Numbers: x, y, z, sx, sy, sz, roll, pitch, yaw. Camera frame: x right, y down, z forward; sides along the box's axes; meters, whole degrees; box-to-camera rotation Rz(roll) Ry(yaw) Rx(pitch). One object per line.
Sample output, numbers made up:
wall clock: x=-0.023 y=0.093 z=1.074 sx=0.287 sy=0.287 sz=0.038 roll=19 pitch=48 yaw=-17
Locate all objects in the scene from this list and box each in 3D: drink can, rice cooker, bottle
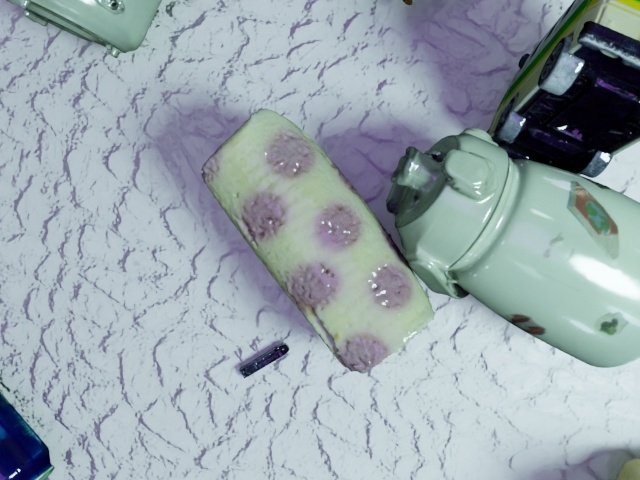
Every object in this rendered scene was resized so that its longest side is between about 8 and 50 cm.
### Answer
drink can: x=-0.493 y=0.291 z=0.810 sx=0.118 sy=0.118 sz=0.205 roll=-42 pitch=88 yaw=4
rice cooker: x=-0.302 y=-0.387 z=0.724 sx=0.226 sy=0.226 sz=0.244 roll=29 pitch=94 yaw=2
bottle: x=0.238 y=-0.002 z=0.698 sx=0.352 sy=0.229 sz=0.229 roll=25 pitch=93 yaw=-5

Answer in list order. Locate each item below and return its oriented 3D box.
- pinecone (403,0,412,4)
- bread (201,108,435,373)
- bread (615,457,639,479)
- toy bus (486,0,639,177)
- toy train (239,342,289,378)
pinecone: x=0.137 y=-0.419 z=0.706 sx=0.201 sy=0.202 sz=0.228 roll=22 pitch=72 yaw=12
bread: x=0.000 y=0.000 z=0.737 sx=0.155 sy=0.187 sz=0.338 roll=-39 pitch=88 yaw=3
bread: x=0.550 y=0.484 z=0.671 sx=0.390 sy=0.279 sz=0.371 roll=1 pitch=94 yaw=3
toy bus: x=0.319 y=-0.194 z=0.656 sx=0.143 sy=0.305 sz=0.179 roll=24 pitch=80 yaw=3
toy train: x=-0.082 y=0.177 z=0.830 sx=0.083 sy=0.017 sz=0.017 roll=-31 pitch=92 yaw=5
